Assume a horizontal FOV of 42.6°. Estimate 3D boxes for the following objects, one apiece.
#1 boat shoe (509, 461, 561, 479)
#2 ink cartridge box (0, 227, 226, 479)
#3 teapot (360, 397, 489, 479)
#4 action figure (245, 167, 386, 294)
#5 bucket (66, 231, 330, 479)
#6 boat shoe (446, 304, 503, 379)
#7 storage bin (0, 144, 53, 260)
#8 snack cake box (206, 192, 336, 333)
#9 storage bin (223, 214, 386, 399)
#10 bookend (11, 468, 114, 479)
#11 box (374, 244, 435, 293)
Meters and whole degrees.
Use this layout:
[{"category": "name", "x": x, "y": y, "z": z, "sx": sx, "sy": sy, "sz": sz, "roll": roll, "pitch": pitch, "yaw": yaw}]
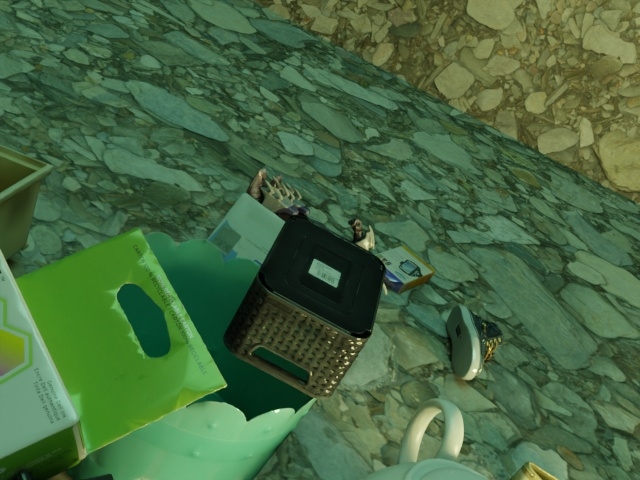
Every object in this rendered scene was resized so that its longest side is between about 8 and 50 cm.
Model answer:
[{"category": "boat shoe", "x": 0.333, "y": 0.349, "z": 1.117, "sx": 0.153, "sy": 0.048, "sz": 0.056, "roll": 27, "pitch": 26, "yaw": -3}, {"category": "ink cartridge box", "x": -0.228, "y": 0.081, "z": 0.659, "sx": 0.255, "sy": 0.097, "sz": 0.189, "roll": -24, "pitch": 66, "yaw": -23}, {"category": "teapot", "x": 0.126, "y": 0.311, "z": 0.829, "sx": 0.256, "sy": 0.187, "sz": 0.252, "roll": 40, "pitch": 28, "yaw": 23}, {"category": "action figure", "x": 0.000, "y": 0.000, "z": 1.361, "sx": 0.285, "sy": 0.099, "sz": 0.185, "roll": 40, "pitch": 23, "yaw": 15}, {"category": "bucket", "x": -0.146, "y": 0.142, "z": 0.867, "sx": 0.281, "sy": 0.183, "sz": 0.281, "roll": 23, "pitch": 27, "yaw": -13}, {"category": "boat shoe", "x": 0.261, "y": 0.172, "z": 1.341, "sx": 0.083, "sy": 0.065, "sz": 0.183, "roll": 23, "pitch": 26, "yaw": -8}, {"category": "storage bin", "x": -0.485, "y": -0.038, "z": 0.897, "sx": 0.260, "sy": 0.123, "sz": 0.262, "roll": 22, "pitch": 26, "yaw": 2}, {"category": "snack cake box", "x": -0.043, "y": 0.049, "z": 1.092, "sx": 0.152, "sy": 0.089, "sz": 0.264, "roll": 35, "pitch": -8, "yaw": 16}, {"category": "storage bin", "x": -0.011, "y": 0.061, "z": 0.842, "sx": 0.122, "sy": 0.084, "sz": 0.180, "roll": 29, "pitch": 25, "yaw": -3}, {"category": "bookend", "x": -0.189, "y": 0.240, "z": 0.668, "sx": 0.156, "sy": 0.157, "sz": 0.072, "roll": 0, "pitch": 52, "yaw": -44}, {"category": "box", "x": 0.141, "y": 0.052, "z": 1.482, "sx": 0.081, "sy": 0.028, "sz": 0.136, "roll": 41, "pitch": 31, "yaw": 23}]
